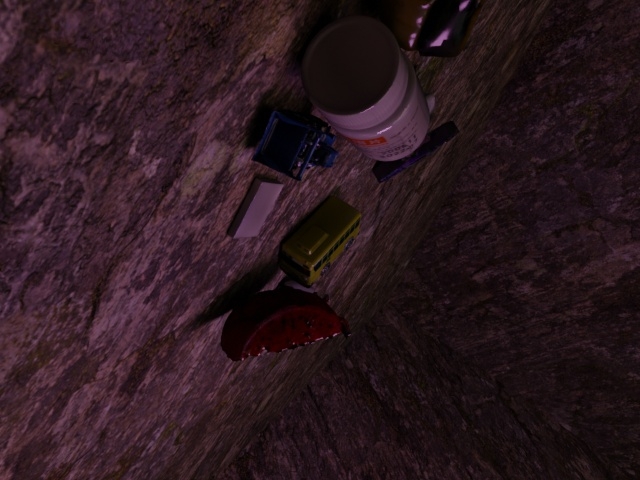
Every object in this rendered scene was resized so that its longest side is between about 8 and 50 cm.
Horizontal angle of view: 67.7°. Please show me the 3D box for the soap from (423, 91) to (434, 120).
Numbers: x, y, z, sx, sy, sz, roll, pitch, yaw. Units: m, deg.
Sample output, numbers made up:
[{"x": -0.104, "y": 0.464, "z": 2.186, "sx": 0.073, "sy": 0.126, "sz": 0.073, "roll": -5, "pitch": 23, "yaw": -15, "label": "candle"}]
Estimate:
[{"x": 0.252, "y": -0.369, "z": 1.467, "sx": 0.289, "sy": 0.095, "sz": 0.172, "roll": -38, "pitch": 156, "yaw": -42, "label": "soap"}]

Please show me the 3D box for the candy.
[{"x": 0.310, "y": -0.291, "z": 1.582, "sx": 0.312, "sy": 0.061, "sz": 0.088, "roll": -31, "pitch": -177, "yaw": 41, "label": "candy"}]

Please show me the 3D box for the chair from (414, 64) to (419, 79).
[{"x": 0.277, "y": -0.480, "z": 1.418, "sx": 0.086, "sy": 0.042, "sz": 0.037, "roll": -48, "pitch": 159, "yaw": -22, "label": "chair"}]

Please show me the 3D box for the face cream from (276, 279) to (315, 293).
[{"x": -0.084, "y": 0.223, "z": 1.682, "sx": 0.163, "sy": 0.080, "sz": 0.337, "roll": -56, "pitch": 162, "yaw": 1, "label": "face cream"}]

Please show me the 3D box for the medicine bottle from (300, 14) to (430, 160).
[{"x": 0.113, "y": -0.309, "z": 1.042, "sx": 0.211, "sy": 0.211, "sz": 0.371, "roll": -58, "pitch": 161, "yaw": 8, "label": "medicine bottle"}]

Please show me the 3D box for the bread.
[{"x": 0.233, "y": -0.549, "z": 0.918, "sx": 0.376, "sy": 0.209, "sz": 0.251, "roll": 104, "pitch": -6, "yaw": -51, "label": "bread"}]

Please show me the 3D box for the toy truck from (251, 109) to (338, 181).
[{"x": -0.041, "y": -0.195, "z": 0.992, "sx": 0.208, "sy": 0.126, "sz": 0.113, "roll": -17, "pitch": 139, "yaw": -60, "label": "toy truck"}]

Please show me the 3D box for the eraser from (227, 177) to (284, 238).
[{"x": -0.148, "y": -0.074, "z": 1.101, "sx": 0.150, "sy": 0.023, "sz": 0.104, "roll": -60, "pitch": 161, "yaw": 15, "label": "eraser"}]

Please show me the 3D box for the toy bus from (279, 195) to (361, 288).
[{"x": 0.000, "y": 0.000, "z": 1.433, "sx": 0.262, "sy": 0.128, "sz": 0.150, "roll": -46, "pitch": 160, "yaw": -27, "label": "toy bus"}]

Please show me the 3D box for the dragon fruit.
[{"x": -0.120, "y": 0.191, "z": 1.309, "sx": 0.344, "sy": 0.282, "sz": 0.100, "roll": -11, "pitch": 117, "yaw": -24, "label": "dragon fruit"}]
